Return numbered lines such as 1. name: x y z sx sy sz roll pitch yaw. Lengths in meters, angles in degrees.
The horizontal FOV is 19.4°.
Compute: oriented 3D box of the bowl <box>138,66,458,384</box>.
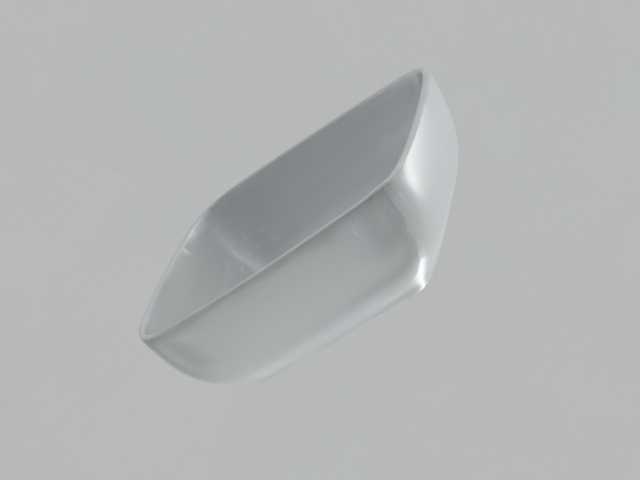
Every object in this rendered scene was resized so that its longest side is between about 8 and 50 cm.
1. bowl: 0.000 0.000 0.784 0.142 0.142 0.053 -32 -72 22
